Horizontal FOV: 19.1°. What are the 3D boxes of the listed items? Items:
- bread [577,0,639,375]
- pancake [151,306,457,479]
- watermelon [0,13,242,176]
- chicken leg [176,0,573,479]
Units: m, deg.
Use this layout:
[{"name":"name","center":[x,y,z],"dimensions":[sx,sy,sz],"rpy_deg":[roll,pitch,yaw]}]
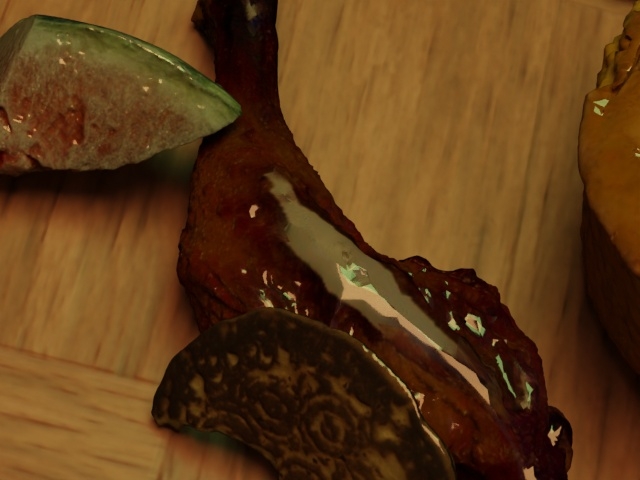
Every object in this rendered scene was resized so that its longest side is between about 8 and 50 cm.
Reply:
[{"name":"bread","center":[0.316,-0.017,1.031],"dimensions":[0.358,0.204,0.337],"rpy_deg":[22,61,10]},{"name":"pancake","center":[-0.005,0.125,0.964],"dimensions":[0.020,0.184,0.190],"rpy_deg":[-19,95,-52]},{"name":"watermelon","center":[-0.134,-0.082,1.058],"dimensions":[0.180,0.081,0.094],"rpy_deg":[-5,78,24]},{"name":"chicken leg","center":[0.000,0.000,1.040],"dimensions":[0.158,0.096,0.407],"rpy_deg":[-18,60,-24]}]
